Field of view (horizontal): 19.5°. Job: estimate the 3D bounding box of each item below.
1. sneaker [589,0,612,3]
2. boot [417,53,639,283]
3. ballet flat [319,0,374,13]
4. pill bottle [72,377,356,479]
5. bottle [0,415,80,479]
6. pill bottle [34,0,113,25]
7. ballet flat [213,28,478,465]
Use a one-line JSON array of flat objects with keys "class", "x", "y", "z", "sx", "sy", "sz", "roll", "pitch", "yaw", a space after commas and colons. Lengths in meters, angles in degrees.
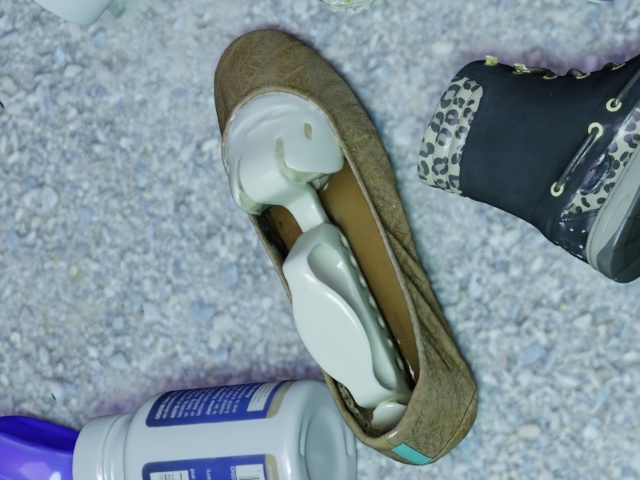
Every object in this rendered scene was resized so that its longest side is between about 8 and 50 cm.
[{"class": "sneaker", "x": 0.117, "y": -0.271, "z": 1.225, "sx": 0.282, "sy": 0.102, "sz": 0.161, "roll": 43, "pitch": 115, "yaw": 0}, {"class": "boot", "x": 0.181, "y": -0.105, "z": 1.230, "sx": 0.178, "sy": 0.085, "sz": 0.236, "roll": 24, "pitch": 83, "yaw": 36}, {"class": "ballet flat", "x": 0.056, "y": -0.268, "z": 1.295, "sx": 0.091, "sy": 0.077, "sz": 0.241, "roll": 29, "pitch": 102, "yaw": 21}, {"class": "pill bottle", "x": -0.078, "y": 0.161, "z": 1.346, "sx": 0.187, "sy": 0.112, "sz": 0.112, "roll": -7, "pitch": 88, "yaw": 25}, {"class": "bottle", "x": -0.240, "y": 0.281, "z": 1.433, "sx": 0.118, "sy": 0.092, "sz": 0.283, "roll": 16, "pitch": 98, "yaw": 23}, {"class": "pill bottle", "x": -0.140, "y": -0.272, "z": 1.362, "sx": 0.121, "sy": 0.121, "sz": 0.221, "roll": 47, "pitch": 109, "yaw": 17}, {"class": "ballet flat", "x": 0.000, "y": 0.000, "z": 1.300, "sx": 0.116, "sy": 0.124, "sz": 0.342, "roll": -26, "pitch": 80, "yaw": 23}]
